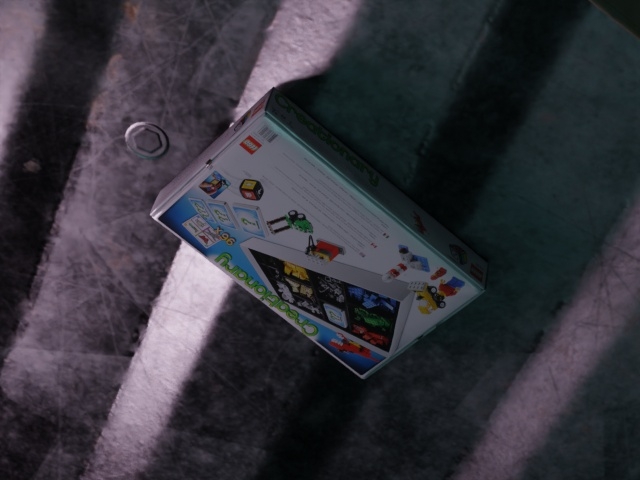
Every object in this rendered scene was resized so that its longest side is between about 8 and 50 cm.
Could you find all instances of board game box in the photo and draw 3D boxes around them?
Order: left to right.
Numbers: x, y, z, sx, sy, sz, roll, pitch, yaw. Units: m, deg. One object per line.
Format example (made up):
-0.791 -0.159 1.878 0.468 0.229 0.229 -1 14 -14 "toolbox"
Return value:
0.000 0.000 1.668 0.305 0.053 0.193 39 125 -18 "board game box"

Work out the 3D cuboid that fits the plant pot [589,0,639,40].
0.253 -0.331 1.209 0.323 0.323 0.280 36 106 -16 "plant pot"
